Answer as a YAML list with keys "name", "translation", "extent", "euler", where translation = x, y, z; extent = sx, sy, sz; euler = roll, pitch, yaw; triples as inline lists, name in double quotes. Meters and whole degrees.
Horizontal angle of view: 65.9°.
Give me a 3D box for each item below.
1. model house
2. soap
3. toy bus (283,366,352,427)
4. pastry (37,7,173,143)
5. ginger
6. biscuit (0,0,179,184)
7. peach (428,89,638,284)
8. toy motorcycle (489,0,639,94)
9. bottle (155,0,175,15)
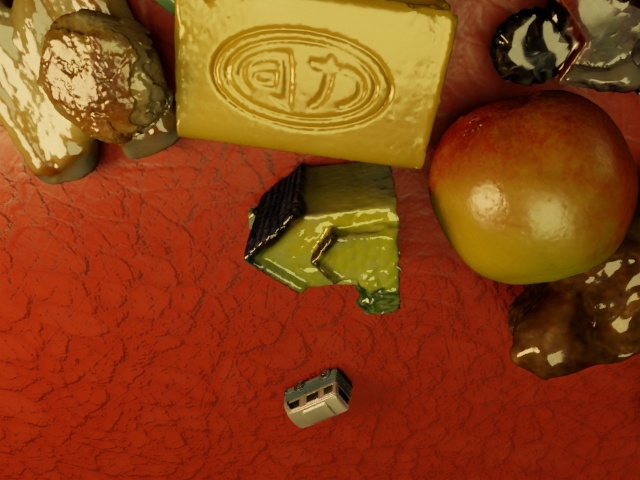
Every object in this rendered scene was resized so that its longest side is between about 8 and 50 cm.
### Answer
- name: "model house"
  translation: [0.000, 0.000, 0.665]
  extent: [0.212, 0.193, 0.170]
  euler: [-2, 121, 4]
- name: "soap"
  translation: [-0.015, -0.209, 0.605]
  extent: [0.325, 0.096, 0.204]
  euler: [7, 120, 0]
- name: "toy bus"
  translation: [-0.007, 0.291, 0.895]
  extent: [0.123, 0.074, 0.060]
  euler: [-29, 114, 18]
- name: "pastry"
  translation: [-0.250, -0.188, 0.573]
  extent: [0.154, 0.081, 0.153]
  euler: [1, 118, 1]
- name: "ginger"
  translation: [0.436, 0.041, 0.670]
  extent: [0.418, 0.254, 0.176]
  euler: [-39, 73, 10]
- name: "biscuit"
  translation: [-0.334, -0.227, 0.636]
  extent: [0.237, 0.062, 0.290]
  euler: [-17, 118, 12]
- name: "peach"
  translation: [0.246, -0.063, 0.593]
  extent: [0.231, 0.231, 0.230]
  euler: [2, 119, 3]
- name: "toy motorcycle"
  translation: [0.406, -0.251, 0.536]
  extent: [0.402, 0.134, 0.207]
  euler: [9, 125, 0]
- name: "bottle"
  translation: [-0.203, -0.312, 0.598]
  extent: [0.083, 0.030, 0.030]
  euler: [36, 115, -14]
